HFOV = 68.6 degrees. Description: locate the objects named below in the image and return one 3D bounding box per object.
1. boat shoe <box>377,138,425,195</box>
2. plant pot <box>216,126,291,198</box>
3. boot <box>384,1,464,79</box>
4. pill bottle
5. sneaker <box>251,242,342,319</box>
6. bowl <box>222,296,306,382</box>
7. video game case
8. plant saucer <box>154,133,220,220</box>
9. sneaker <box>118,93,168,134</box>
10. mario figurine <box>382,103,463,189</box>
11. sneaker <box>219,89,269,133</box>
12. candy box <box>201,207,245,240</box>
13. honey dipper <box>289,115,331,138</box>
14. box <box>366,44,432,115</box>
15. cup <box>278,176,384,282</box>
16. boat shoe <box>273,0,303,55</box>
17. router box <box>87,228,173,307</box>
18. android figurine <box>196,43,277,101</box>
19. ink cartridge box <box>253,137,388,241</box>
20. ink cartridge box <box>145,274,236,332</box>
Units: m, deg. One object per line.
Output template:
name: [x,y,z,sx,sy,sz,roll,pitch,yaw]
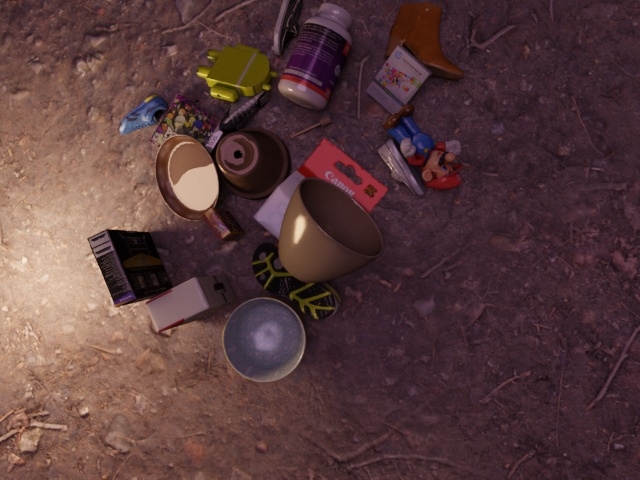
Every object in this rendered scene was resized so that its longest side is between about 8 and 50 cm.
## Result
boat shoe: [0.281,-0.242,1.632,0.076,0.083,0.226,-33,80,29]
plant pot: [-0.249,-0.275,1.617,0.263,0.229,0.263,0,91,7]
boot: [0.379,-0.685,1.594,0.295,0.104,0.211,23,94,11]
pill bottle: [-0.006,-0.624,1.605,0.181,0.181,0.323,24,94,7]
sneaker: [-0.089,0.148,1.652,0.384,0.147,0.145,39,98,24]
bowl: [-0.182,0.333,1.648,0.289,0.156,0.289,0,91,7]
video game case: [-0.484,-0.393,1.739,0.232,0.042,0.210,34,94,6]
plant saucer: [-0.468,-0.225,1.682,0.310,0.050,0.311,11,113,29]
sneaker: [-0.660,-0.452,1.749,0.209,0.069,0.082,-37,90,6]
mario figurine: [0.366,-0.312,1.556,0.198,0.170,0.320,-41,92,2]
sneaker: [-0.304,-0.491,1.690,0.132,0.086,0.228,42,74,14]
candy box: [-0.336,-0.054,1.649,0.053,0.186,0.109,-38,86,7]
honey dipper: [-0.038,-0.405,1.688,0.160,0.030,0.030,-21,88,9]
box: [0.264,-0.538,1.598,0.145,0.038,0.186,44,126,5]
cup: [0.000,0.000,1.483,0.331,0.331,0.237,45,118,5]
boat shoe: [-0.114,-0.764,1.670,0.070,0.078,0.219,13,90,8]
router box: [-0.648,0.089,1.630,0.081,0.309,0.243,-24,87,4]
android figurine: [-0.289,-0.597,1.661,0.273,0.056,0.248,16,66,8]
ink cartridge box: [0.002,-0.127,1.655,0.308,0.091,0.385,40,96,5]
ink cartridge box: [-0.437,0.210,1.624,0.197,0.273,0.114,-26,83,7]
